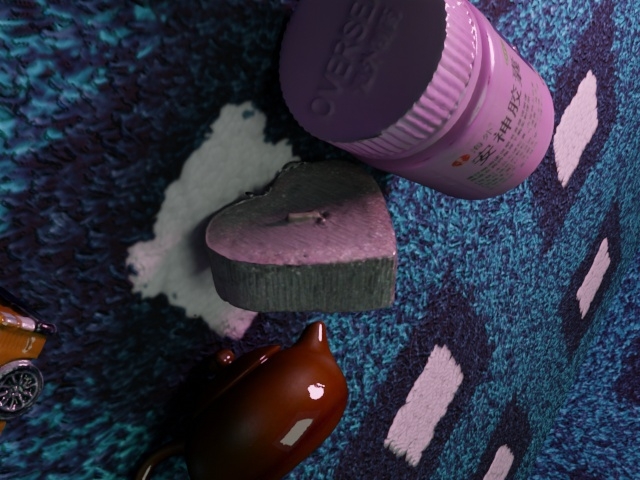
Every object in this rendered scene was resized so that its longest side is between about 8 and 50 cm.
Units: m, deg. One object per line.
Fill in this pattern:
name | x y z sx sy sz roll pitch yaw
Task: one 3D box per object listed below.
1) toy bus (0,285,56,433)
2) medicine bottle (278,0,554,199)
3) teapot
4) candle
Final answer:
toy bus | -0.255 0.117 0.370 0.114 0.098 0.201 31 82 -54
medicine bottle | 0.110 -0.147 0.646 0.290 0.178 0.178 12 98 -54
teapot | -0.080 0.177 0.629 0.252 0.135 0.178 -37 167 -12
candle | 0.000 0.000 0.592 0.192 0.168 0.068 -36 140 -35
